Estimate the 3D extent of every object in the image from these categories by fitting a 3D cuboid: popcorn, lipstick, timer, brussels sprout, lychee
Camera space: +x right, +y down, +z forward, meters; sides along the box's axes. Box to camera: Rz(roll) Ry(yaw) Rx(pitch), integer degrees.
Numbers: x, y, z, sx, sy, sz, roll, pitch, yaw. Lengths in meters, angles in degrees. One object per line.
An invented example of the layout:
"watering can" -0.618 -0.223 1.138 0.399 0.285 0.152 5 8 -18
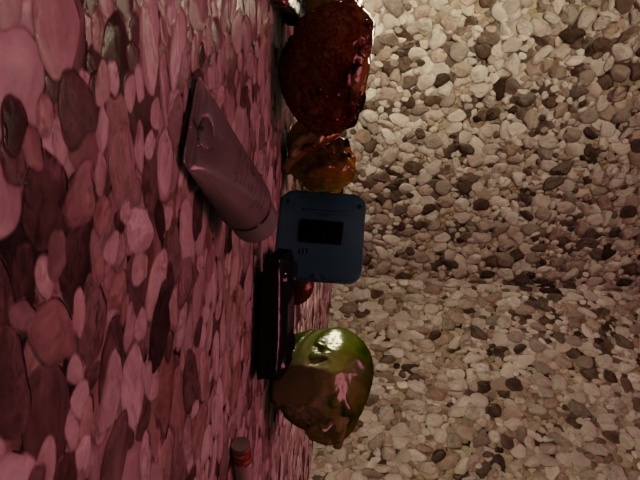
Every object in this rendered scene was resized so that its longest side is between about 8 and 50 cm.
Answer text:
"popcorn" -0.005 -0.236 2.089 0.253 0.191 0.190 59 20 -67
"lipstick" -0.078 -0.554 1.792 0.312 0.051 0.051 -46 141 -80
"timer" 0.000 0.000 2.021 0.091 0.231 0.250 90 6 -66
"brussels sprout" -0.003 0.386 2.079 0.371 0.275 0.315 61 45 -69
"lychee" -0.069 0.126 2.018 0.140 0.101 0.115 -60 146 -67
"lipstick" -0.156 0.450 1.527 0.038 0.038 0.131 -81 174 -52

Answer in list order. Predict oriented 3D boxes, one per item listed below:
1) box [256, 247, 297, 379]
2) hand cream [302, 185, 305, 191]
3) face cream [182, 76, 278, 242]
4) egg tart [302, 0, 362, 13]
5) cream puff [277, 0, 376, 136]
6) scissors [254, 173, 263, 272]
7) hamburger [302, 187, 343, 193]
"box" -0.102 0.169 1.809 0.290 0.073 0.289 -47 139 -84
"hand cream" -0.050 -0.222 2.461 0.079 0.050 0.275 -60 174 -14
"face cream" -0.138 -0.097 1.156 0.314 0.089 0.143 68 26 -61
"egg tart" 0.031 -0.649 2.309 0.443 0.178 0.444 1 90 -84
"cream puff" 0.013 -0.424 1.862 0.350 0.228 0.351 10 90 -87
"scissors" -0.132 -0.034 1.626 0.110 0.021 0.212 -83 175 -74
"hamburger" -0.007 -0.093 2.371 0.243 0.138 0.262 -76 177 -52
